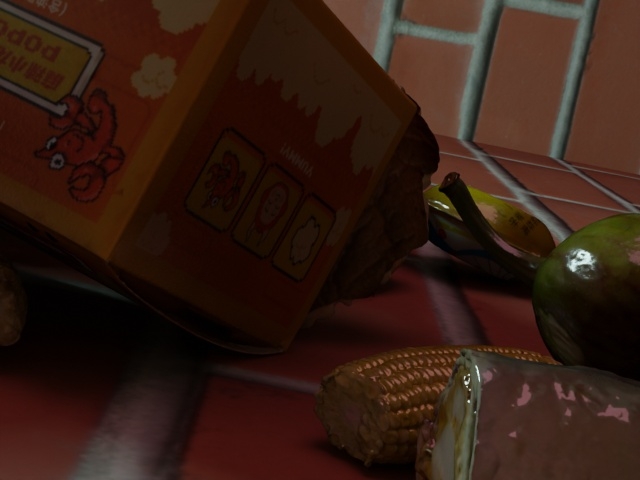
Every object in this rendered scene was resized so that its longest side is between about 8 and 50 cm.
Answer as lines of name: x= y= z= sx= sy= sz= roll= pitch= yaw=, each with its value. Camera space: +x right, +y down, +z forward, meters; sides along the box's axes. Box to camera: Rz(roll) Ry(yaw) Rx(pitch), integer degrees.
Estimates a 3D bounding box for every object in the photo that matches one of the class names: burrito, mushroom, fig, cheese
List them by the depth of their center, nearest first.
burrito: x=0.192 y=0.117 z=0.688 sx=0.299 sy=0.105 sz=0.143 roll=7 pitch=6 yaw=-14
fig: x=0.176 y=0.026 z=1.029 sx=0.245 sy=0.149 sz=0.149 roll=29 pitch=18 yaw=36
mushroom: x=0.019 y=-0.009 z=1.141 sx=0.208 sy=0.233 sz=0.302 roll=-14 pitch=-35 yaw=45
cheese: x=0.131 y=-0.025 z=1.434 sx=0.270 sy=0.069 sz=0.177 roll=27 pitch=4 yaw=11

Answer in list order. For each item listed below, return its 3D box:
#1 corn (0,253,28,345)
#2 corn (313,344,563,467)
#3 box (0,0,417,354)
corn: x=-0.242 y=0.011 z=0.881 sx=0.079 sy=0.079 sz=0.237 roll=4 pitch=13 yaw=-39
corn: x=0.076 y=0.093 z=0.816 sx=0.165 sy=0.063 sz=0.085 roll=0 pitch=38 yaw=-42
box: x=-0.136 y=-0.089 z=0.931 sx=0.283 sy=0.213 sz=0.259 roll=25 pitch=-4 yaw=26
